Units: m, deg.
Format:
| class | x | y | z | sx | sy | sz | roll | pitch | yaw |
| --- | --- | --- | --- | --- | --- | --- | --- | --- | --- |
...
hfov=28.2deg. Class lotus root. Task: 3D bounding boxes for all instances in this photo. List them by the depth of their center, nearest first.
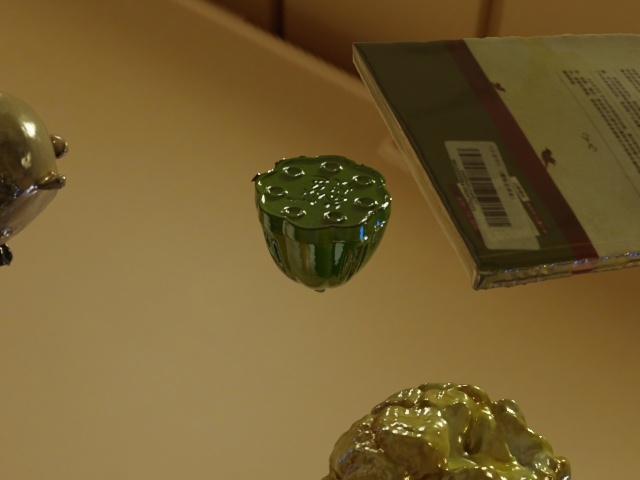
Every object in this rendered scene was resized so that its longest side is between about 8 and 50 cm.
| class | x | y | z | sx | sy | sz | roll | pitch | yaw |
| --- | --- | --- | --- | --- | --- | --- | --- | --- | --- |
| lotus root | 0.000 | 0.000 | 1.682 | 0.186 | 0.186 | 0.186 | 29 | -33 | 21 |

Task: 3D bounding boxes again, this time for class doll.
| class | x | y | z | sx | sy | sz | roll | pitch | yaw |
| --- | --- | --- | --- | --- | --- | --- | --- | --- | --- |
| doll | -0.521 | -0.057 | 1.802 | 0.247 | 0.349 | 0.247 | 57 | 10 | -15 |

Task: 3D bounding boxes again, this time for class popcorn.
| class | x | y | z | sx | sy | sz | roll | pitch | yaw |
| --- | --- | --- | --- | --- | --- | --- | --- | --- | --- |
| popcorn | 0.156 | 0.362 | 1.750 | 0.334 | 0.294 | 0.292 | 29 | -53 | -15 |

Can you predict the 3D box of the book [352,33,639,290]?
| class | x | y | z | sx | sy | sz | roll | pitch | yaw |
| --- | --- | --- | --- | --- | --- | --- | --- | --- | --- |
| book | 0.178 | -0.064 | 0.841 | 0.201 | 0.289 | 0.026 | 65 | -34 | 34 |
